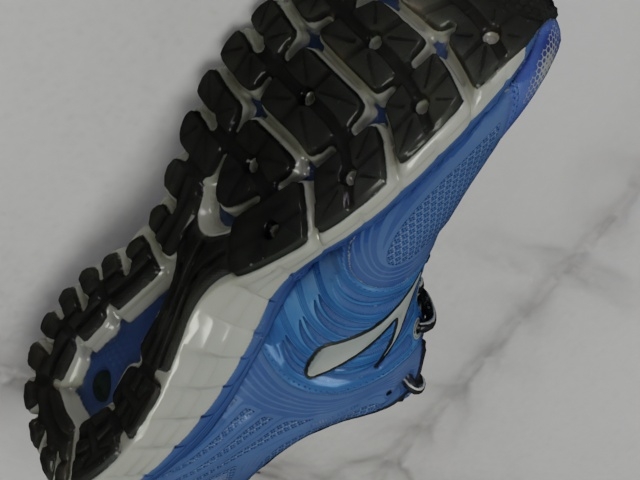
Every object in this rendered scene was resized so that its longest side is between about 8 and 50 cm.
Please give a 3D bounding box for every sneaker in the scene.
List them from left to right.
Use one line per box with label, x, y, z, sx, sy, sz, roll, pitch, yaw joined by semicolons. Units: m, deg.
sneaker;0.000;0.000;0.887;0.147;0.130;0.330;14;127;-43
